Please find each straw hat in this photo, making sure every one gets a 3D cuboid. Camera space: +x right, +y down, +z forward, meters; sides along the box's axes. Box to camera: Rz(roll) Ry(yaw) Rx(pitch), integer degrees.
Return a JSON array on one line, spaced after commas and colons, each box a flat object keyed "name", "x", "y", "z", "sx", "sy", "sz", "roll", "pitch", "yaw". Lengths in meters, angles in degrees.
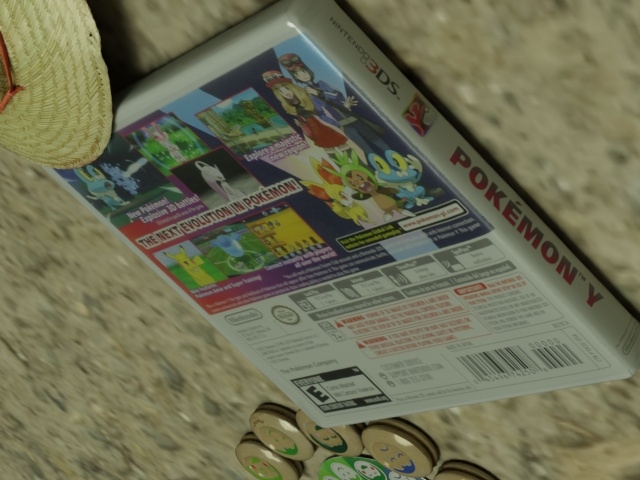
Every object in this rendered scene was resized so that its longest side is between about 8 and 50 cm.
[{"name": "straw hat", "x": -0.148, "y": -0.069, "z": 0.614, "sx": 0.144, "sy": 0.061, "sz": 0.144, "roll": 28, "pitch": 143, "yaw": 23}]

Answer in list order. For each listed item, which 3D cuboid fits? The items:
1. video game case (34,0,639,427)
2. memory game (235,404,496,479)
[{"name": "video game case", "x": 0.000, "y": 0.000, "z": 0.634, "sx": 0.183, "sy": 0.023, "sz": 0.201, "roll": 45, "pitch": 149, "yaw": -18}, {"name": "memory game", "x": 0.038, "y": 0.141, "z": 0.807, "sx": 0.186, "sy": 0.012, "sz": 0.186, "roll": 23, "pitch": 148, "yaw": 16}]
